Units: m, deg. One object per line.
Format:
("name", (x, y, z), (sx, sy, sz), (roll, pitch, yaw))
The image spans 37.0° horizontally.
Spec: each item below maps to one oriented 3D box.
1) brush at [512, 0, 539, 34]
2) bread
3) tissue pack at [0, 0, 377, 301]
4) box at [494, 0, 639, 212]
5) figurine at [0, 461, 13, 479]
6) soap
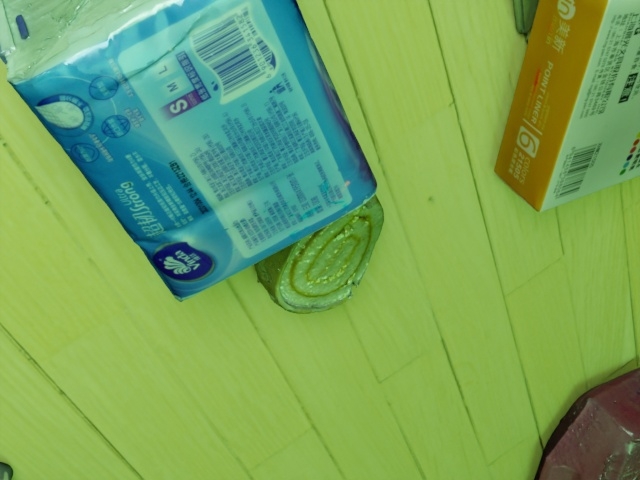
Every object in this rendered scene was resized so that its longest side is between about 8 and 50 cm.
("brush", (0.184, -0.304, 0.877), (0.054, 0.048, 0.282), (-33, 144, -5))
("bread", (0.000, 0.000, 0.971), (0.117, 0.064, 0.156), (7, 118, -44))
("tissue pack", (-0.096, -0.109, 0.740), (0.198, 0.146, 0.263), (-28, 140, 0))
("box", (0.317, -0.179, 1.016), (0.220, 0.091, 0.274), (-17, 138, -27))
("figurine", (-0.298, 0.334, 0.968), (0.145, 0.145, 0.222), (-35, 130, -8))
("soap", (0.461, 0.368, 1.551), (0.220, 0.127, 0.325), (-18, 133, -23))
